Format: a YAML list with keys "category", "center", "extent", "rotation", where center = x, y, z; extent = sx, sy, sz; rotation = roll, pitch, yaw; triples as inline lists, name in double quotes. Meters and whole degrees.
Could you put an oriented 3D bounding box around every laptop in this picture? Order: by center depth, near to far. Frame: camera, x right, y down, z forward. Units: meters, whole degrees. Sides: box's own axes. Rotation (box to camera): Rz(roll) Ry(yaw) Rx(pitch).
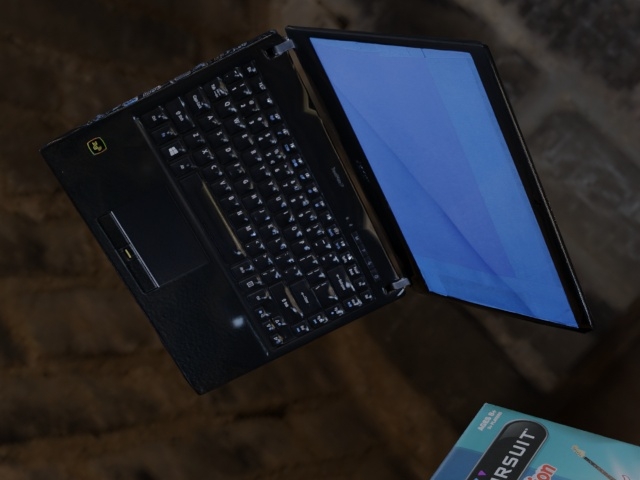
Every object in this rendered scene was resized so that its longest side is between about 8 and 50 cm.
- category: "laptop"
  center: [0.000, 0.000, 0.885]
  extent: [0.234, 0.264, 0.136]
  rotation: [63, -178, -35]

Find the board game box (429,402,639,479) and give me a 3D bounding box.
- category: "board game box"
  center: [0.240, 0.279, 1.188]
  extent: [0.336, 0.079, 0.254]
  rotation: [14, -144, 27]
